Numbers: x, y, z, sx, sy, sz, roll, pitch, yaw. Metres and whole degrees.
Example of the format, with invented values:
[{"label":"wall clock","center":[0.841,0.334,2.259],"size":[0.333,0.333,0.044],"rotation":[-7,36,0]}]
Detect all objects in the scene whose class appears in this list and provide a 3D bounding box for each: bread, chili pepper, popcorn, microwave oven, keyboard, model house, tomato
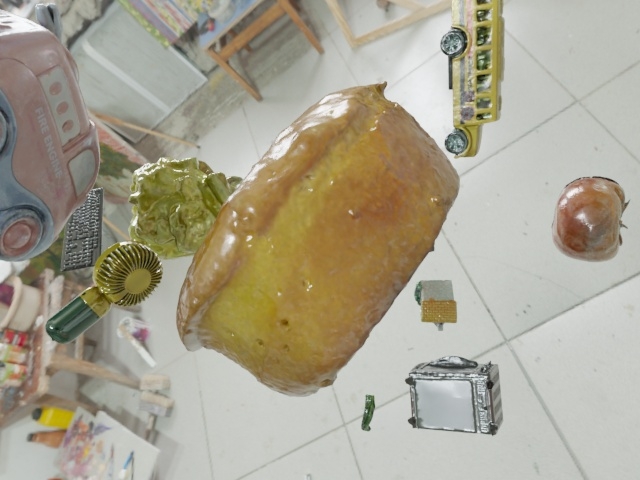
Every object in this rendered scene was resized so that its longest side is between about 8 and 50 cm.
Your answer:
[{"label":"bread","center":[-0.003,0.004,0.479],"size":[0.172,0.312,0.312],"rotation":[38,92,2]},{"label":"chili pepper","center":[0.134,0.492,1.353],"size":[0.035,0.055,0.118],"rotation":[7,103,30]},{"label":"popcorn","center":[-0.236,-0.060,0.879],"size":[0.235,0.216,0.181],"rotation":[-158,68,-62]},{"label":"microwave oven","center":[0.391,0.443,1.397],"size":[0.247,0.178,0.188],"rotation":[-5,87,27]},{"label":"keyboard","center":[-0.409,-0.024,0.837],"size":[0.063,0.010,0.198],"rotation":[-9,47,-13]},{"label":"model house","center":[0.270,0.159,1.145],"size":[0.087,0.101,0.100],"rotation":[-1,59,4]},{"label":"tomato","center":[0.678,-0.040,1.208],"size":[0.180,0.155,0.214],"rotation":[0,110,25]}]

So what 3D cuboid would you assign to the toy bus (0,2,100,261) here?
[{"label":"toy bus","center":[-0.387,-0.135,0.590],"size":[0.197,0.294,0.232],"rotation":[23,46,15]}]

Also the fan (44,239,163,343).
[{"label":"fan","center":[-0.264,0.068,0.597],"size":[0.039,0.082,0.155],"rotation":[27,61,37]}]

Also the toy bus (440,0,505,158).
[{"label":"toy bus","center":[0.328,-0.350,1.034],"size":[0.122,0.121,0.336],"rotation":[2,107,24]}]
